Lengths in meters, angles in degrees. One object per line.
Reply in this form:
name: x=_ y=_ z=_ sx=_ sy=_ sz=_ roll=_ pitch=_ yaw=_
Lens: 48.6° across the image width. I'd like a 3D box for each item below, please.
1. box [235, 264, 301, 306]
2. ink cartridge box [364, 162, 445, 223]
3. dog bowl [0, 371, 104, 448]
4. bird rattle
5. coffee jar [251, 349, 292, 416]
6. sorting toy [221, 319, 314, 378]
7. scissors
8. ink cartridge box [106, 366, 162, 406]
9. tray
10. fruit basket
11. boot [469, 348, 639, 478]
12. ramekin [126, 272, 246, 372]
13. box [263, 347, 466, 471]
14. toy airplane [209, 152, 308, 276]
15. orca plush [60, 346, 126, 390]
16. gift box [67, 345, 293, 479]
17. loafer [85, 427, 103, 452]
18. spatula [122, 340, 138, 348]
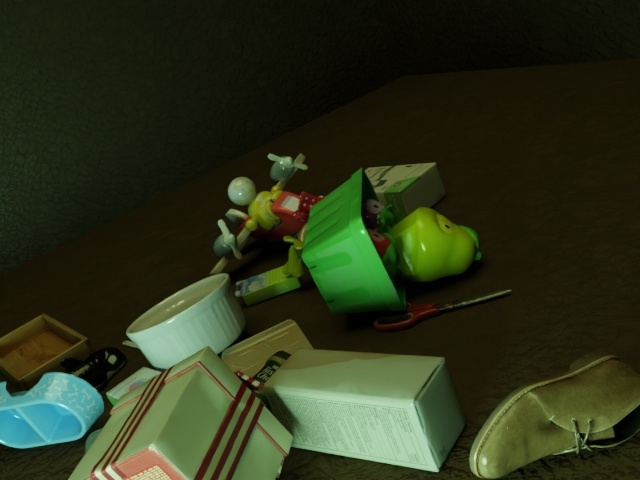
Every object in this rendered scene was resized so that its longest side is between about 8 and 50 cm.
box: x=-0.144 y=0.121 z=1.943 sx=0.178 sy=0.042 sz=0.109 roll=-20 pitch=20 yaw=4
ink cartridge box: x=0.205 y=-0.139 z=2.149 sx=0.273 sy=0.114 sz=0.198 roll=1 pitch=30 yaw=45
dog bowl: x=-0.635 y=0.390 z=1.598 sx=0.298 sy=0.165 sz=0.074 roll=-14 pitch=33 yaw=19
bird rattle: x=0.000 y=0.000 z=1.908 sx=0.143 sy=0.207 sz=0.253 roll=-61 pitch=4 yaw=47
coffee jar: x=-0.102 y=0.298 z=1.397 sx=0.096 sy=0.079 sz=0.184 roll=22 pitch=42 yaw=29
sorting toy: x=-0.113 y=0.267 z=1.570 sx=0.193 sy=0.038 sz=0.208 roll=-25 pitch=25 yaw=-9
scissors: x=0.257 y=0.152 z=1.522 sx=0.297 sy=0.021 sz=0.109 roll=-9 pitch=21 yaw=27
ink cartridge box: x=-0.371 y=0.350 z=1.567 sx=0.209 sy=0.062 sz=0.109 roll=4 pitch=31 yaw=47
tray: x=-0.815 y=0.325 z=2.044 sx=0.203 sy=0.076 sz=0.411 roll=-33 pitch=25 yaw=-30
fruit basket: x=0.170 y=-0.006 z=1.645 sx=0.392 sy=0.282 sz=0.392 roll=-23 pitch=21 yaw=10
boot: x=0.356 y=0.265 z=1.031 sx=0.306 sy=0.112 sz=0.115 roll=-26 pitch=32 yaw=-18
ramekin: x=-0.314 y=0.205 z=1.712 sx=0.277 sy=0.135 sz=0.277 roll=-26 pitch=11 yaw=5
box: x=0.071 y=0.279 z=1.204 sx=0.311 sy=0.147 sz=0.121 roll=-2 pitch=27 yaw=38
toy airplane: x=-0.191 y=-0.091 z=2.183 sx=0.385 sy=0.272 sz=0.386 roll=-34 pitch=30 yaw=16
orca plush: x=-0.641 y=0.340 z=1.793 sx=0.287 sy=0.102 sz=0.151 roll=-27 pitch=21 yaw=-14
gift box: x=-0.211 y=0.361 z=1.140 sx=0.255 sy=0.276 sz=0.258 roll=-26 pitch=21 yaw=26
loafer: x=-0.337 y=0.409 z=1.386 sx=0.268 sy=0.096 sz=0.084 roll=-7 pitch=-12 yaw=27
spatula: x=-0.434 y=0.256 z=1.923 sx=0.242 sy=0.019 sz=0.168 roll=2 pitch=32 yaw=46
